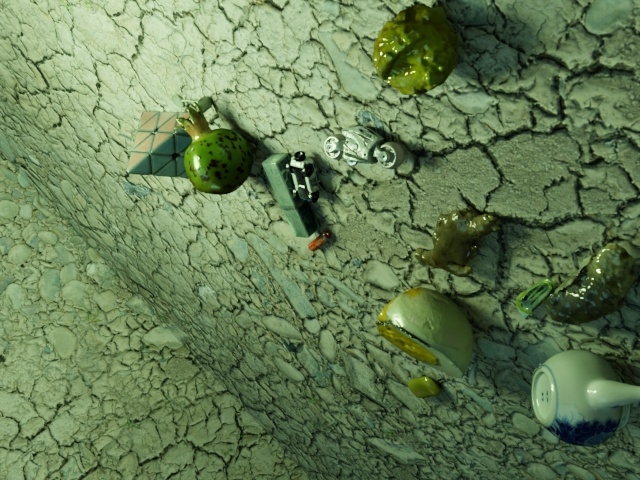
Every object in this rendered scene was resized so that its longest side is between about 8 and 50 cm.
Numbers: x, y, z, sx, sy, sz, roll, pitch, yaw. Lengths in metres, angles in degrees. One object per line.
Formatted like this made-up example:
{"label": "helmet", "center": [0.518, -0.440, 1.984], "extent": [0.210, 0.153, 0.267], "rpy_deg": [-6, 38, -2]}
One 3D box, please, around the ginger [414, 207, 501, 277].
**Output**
{"label": "ginger", "center": [0.373, 0.011, 1.795], "extent": [0.166, 0.080, 0.333], "rpy_deg": [48, 144, 15]}

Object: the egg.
{"label": "egg", "center": [0.339, 0.261, 1.982], "extent": [0.337, 0.201, 0.337], "rpy_deg": [32, 170, 7]}

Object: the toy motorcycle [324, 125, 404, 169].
{"label": "toy motorcycle", "center": [0.116, -0.257, 1.775], "extent": [0.254, 0.112, 0.112], "rpy_deg": [15, 136, 37]}

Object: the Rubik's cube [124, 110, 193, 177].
{"label": "Rubik's cube", "center": [-0.543, -0.339, 2.296], "extent": [0.233, 0.228, 0.229], "rpy_deg": [6, 96, -6]}

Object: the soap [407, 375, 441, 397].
{"label": "soap", "center": [0.377, 0.531, 2.360], "extent": [0.089, 0.045, 0.140], "rpy_deg": [47, 145, -9]}

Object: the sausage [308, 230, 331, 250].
{"label": "sausage", "center": [0.000, 0.000, 2.199], "extent": [0.034, 0.034, 0.129], "rpy_deg": [47, 146, -4]}

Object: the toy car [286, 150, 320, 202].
{"label": "toy car", "center": [-0.048, -0.198, 2.008], "extent": [0.080, 0.070, 0.171], "rpy_deg": [19, 140, 32]}

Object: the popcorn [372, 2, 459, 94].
{"label": "popcorn", "center": [0.210, -0.421, 1.457], "extent": [0.197, 0.156, 0.197], "rpy_deg": [13, 147, 9]}

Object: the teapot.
{"label": "teapot", "center": [0.726, 0.423, 1.755], "extent": [0.280, 0.252, 0.424], "rpy_deg": [3, 163, -4]}

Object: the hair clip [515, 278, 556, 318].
{"label": "hair clip", "center": [0.582, 0.149, 1.768], "extent": [0.060, 0.033, 0.188], "rpy_deg": [40, 148, 10]}

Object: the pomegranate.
{"label": "pomegranate", "center": [-0.357, -0.271, 2.078], "extent": [0.286, 0.231, 0.231], "rpy_deg": [36, 152, -30]}

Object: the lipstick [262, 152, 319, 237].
{"label": "lipstick", "center": [-0.096, -0.145, 2.105], "extent": [0.076, 0.077, 0.290], "rpy_deg": [4, 128, 44]}

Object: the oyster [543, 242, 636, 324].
{"label": "oyster", "center": [0.653, 0.136, 1.614], "extent": [0.166, 0.110, 0.341], "rpy_deg": [45, 146, 0]}

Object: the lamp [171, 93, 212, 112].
{"label": "lamp", "center": [-0.438, -0.453, 2.158], "extent": [0.198, 0.056, 0.050], "rpy_deg": [12, 138, 42]}
